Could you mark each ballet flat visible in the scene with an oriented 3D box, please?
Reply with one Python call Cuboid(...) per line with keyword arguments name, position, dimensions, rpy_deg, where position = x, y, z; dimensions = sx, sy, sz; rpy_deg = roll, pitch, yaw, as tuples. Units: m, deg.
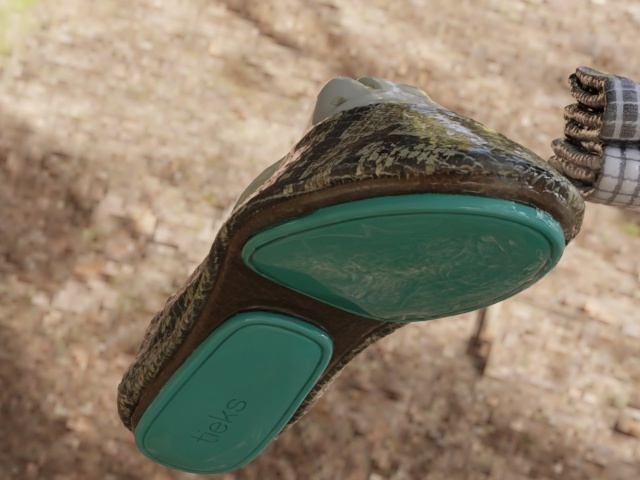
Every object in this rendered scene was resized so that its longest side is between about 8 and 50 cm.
Cuboid(name="ballet flat", position=(0.000, 0.000, 1.141), dimensions=(0.164, 0.483, 0.182), rpy_deg=(21, 57, -20))

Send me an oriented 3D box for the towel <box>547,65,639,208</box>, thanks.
Cuboid(name="towel", position=(0.349, -0.093, 1.644), dimensions=(0.235, 0.121, 0.284), rpy_deg=(5, 7, -2))
